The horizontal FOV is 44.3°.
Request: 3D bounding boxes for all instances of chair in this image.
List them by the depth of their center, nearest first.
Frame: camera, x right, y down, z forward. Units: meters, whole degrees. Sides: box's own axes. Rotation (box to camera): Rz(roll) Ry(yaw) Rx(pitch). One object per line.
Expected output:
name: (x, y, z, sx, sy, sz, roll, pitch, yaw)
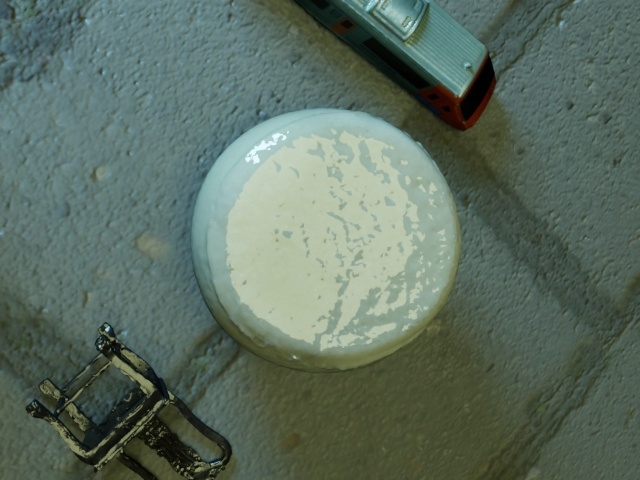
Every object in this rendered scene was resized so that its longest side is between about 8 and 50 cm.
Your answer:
chair: (-0.190, 0.206, 0.850, 0.106, 0.113, 0.229, -45, 104, -7)

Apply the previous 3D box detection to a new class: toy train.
toy train: (0.051, -0.273, 0.888, 0.409, 0.089, 0.086, 35, 79, -18)

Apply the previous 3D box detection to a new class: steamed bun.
steamed bun: (0.000, 0.000, 0.850, 0.283, 0.177, 0.282, -1, 92, -13)
